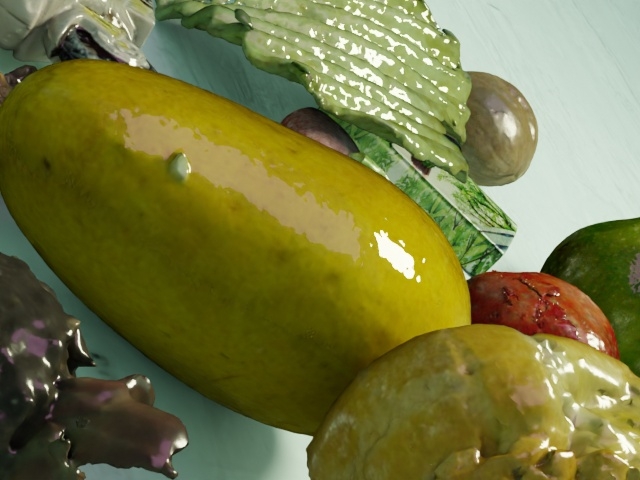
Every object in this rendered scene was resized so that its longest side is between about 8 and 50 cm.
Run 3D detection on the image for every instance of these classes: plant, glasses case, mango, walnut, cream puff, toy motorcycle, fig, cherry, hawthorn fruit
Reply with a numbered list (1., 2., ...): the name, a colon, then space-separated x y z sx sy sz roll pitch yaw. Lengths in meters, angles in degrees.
1. plant: -0.212 0.103 1.027 0.234 0.204 0.178 32 36 -6
2. glasses case: 0.113 -0.081 1.966 0.272 0.062 0.095 43 25 -6
3. mango: -0.070 0.008 1.296 0.445 0.221 0.301 31 -7 -40
4. walnut: 0.198 -0.141 2.107 0.140 0.140 0.162 -10 70 -61
5. cream puff: 0.150 0.228 1.224 0.231 0.327 0.343 -107 175 -49
6. toy motorcycle: -0.256 -0.235 1.547 0.223 0.108 0.341 25 21 -21
7. fig: 0.363 0.049 1.963 0.195 0.245 0.195 36 11 -8
8. cherry: 0.002 -0.045 1.716 0.107 0.090 0.226 37 32 -47
9. hawthorn fruit: 0.192 0.105 1.697 0.235 0.181 0.181 38 24 4

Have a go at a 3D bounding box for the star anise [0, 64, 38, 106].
1. star anise: -0.279 -0.107 1.372 0.212 0.073 0.197 29 27 -28

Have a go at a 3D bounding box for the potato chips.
1. potato chips: 0.010 -0.213 1.855 0.389 0.097 0.373 29 28 -6

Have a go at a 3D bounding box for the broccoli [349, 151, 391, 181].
1. broccoli: 0.000 0.000 1.569 0.195 0.195 0.156 45 66 -4
